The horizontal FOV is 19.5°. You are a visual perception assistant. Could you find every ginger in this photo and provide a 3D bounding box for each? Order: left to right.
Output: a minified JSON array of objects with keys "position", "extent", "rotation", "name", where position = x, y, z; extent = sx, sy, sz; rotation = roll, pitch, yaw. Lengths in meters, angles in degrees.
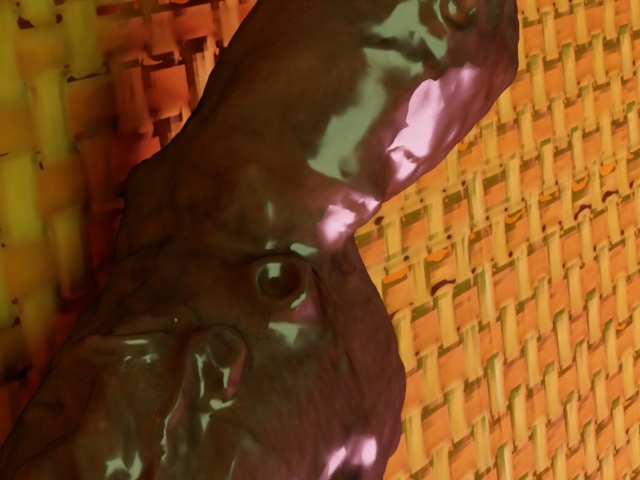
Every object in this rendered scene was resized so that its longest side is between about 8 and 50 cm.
[{"position":[0.000,0.002,0.436],"extent":[0.122,0.084,0.290],"rotation":[53,44,-36],"name":"ginger"}]
